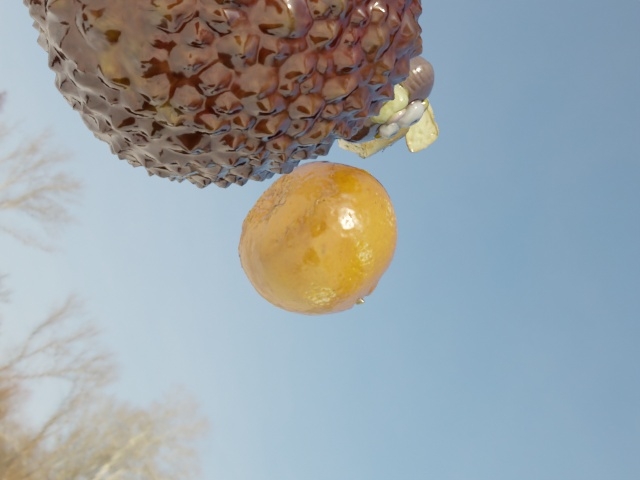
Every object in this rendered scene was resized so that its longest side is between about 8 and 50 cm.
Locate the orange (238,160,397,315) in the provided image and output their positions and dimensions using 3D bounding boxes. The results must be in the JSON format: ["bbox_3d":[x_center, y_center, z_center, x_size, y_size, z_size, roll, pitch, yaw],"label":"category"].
[{"bbox_3d":[-0.001,-0.002,1.220,0.219,0.219,0.193,13,-41,54],"label":"orange"}]

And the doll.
[{"bbox_3d":[0.067,-0.171,1.137,0.096,0.188,0.145,52,-55,12],"label":"doll"}]

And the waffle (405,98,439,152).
[{"bbox_3d":[0.135,-0.290,1.509,0.168,0.057,0.274,-71,144,-74],"label":"waffle"}]

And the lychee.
[{"bbox_3d":[-0.073,-0.168,0.666,0.304,0.276,0.276,4,-58,28],"label":"lychee"}]

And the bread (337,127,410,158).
[{"bbox_3d":[0.083,-0.168,1.394,0.072,0.106,0.053,30,-39,35],"label":"bread"}]
